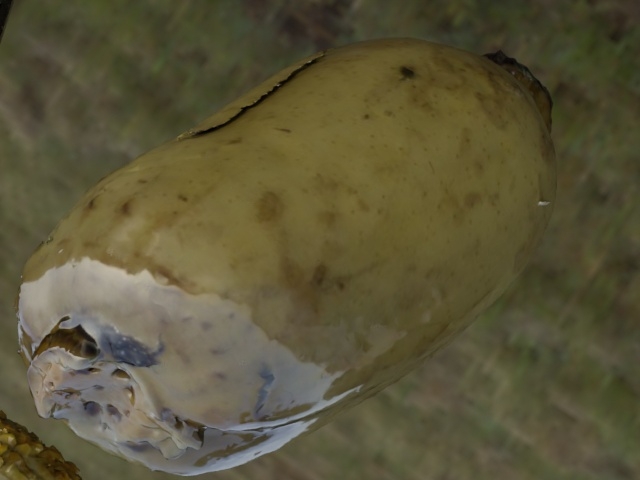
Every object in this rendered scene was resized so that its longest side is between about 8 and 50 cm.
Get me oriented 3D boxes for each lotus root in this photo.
[{"bbox_3d":[0.000,0.000,0.828,0.160,0.284,0.146,-14,108,54],"label":"lotus root"}]

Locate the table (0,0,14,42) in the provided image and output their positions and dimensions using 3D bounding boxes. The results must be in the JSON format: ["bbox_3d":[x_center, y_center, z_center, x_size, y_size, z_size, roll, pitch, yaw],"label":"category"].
[{"bbox_3d":[-0.221,-0.132,1.058,0.083,0.070,0.082,16,170,3],"label":"table"}]

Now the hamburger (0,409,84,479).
[{"bbox_3d":[-0.223,0.199,1.073,0.294,0.179,0.276,-8,120,34],"label":"hamburger"}]
